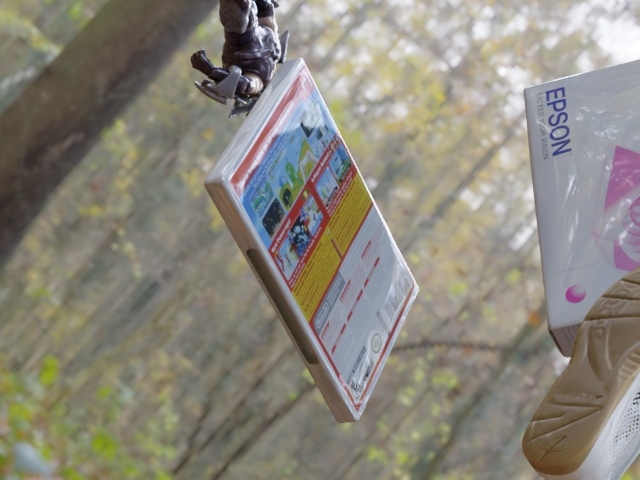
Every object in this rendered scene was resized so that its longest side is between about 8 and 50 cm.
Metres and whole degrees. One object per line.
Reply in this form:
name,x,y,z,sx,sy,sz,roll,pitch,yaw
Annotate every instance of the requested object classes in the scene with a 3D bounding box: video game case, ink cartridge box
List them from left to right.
video game case,0.000,0.000,1.509,0.025,0.204,0.285,-10,-58,31
ink cartridge box,0.382,-0.062,1.645,0.071,0.330,0.324,55,27,-47

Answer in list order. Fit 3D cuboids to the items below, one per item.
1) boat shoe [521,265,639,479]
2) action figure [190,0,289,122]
boat shoe,0.277,0.126,1.438,0.098,0.277,0.096,7,-43,47
action figure,-0.092,-0.252,1.757,0.185,0.099,0.285,-89,173,-46
